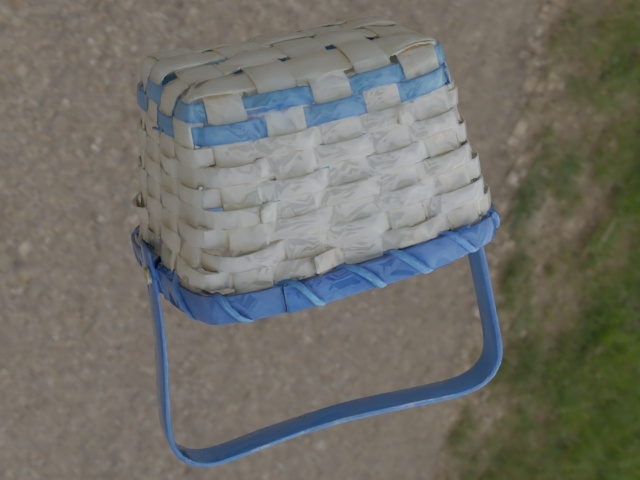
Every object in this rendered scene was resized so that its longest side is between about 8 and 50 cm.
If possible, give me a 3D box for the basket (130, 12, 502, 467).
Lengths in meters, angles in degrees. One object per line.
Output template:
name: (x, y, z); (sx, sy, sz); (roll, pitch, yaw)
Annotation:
basket: (0.000, 0.000, 0.978); (0.255, 0.201, 0.288); (-13, 109, -18)
